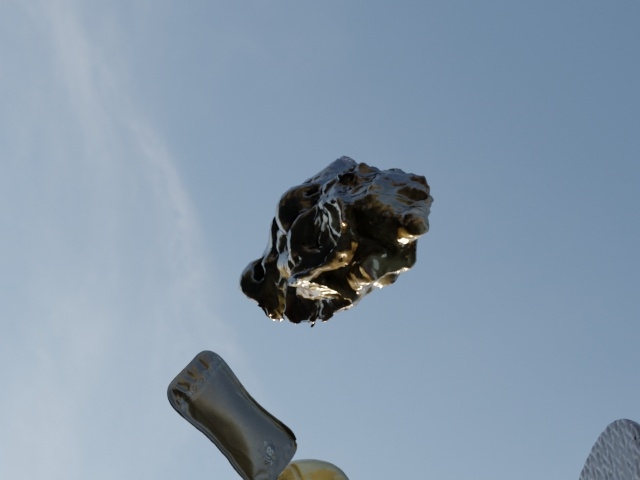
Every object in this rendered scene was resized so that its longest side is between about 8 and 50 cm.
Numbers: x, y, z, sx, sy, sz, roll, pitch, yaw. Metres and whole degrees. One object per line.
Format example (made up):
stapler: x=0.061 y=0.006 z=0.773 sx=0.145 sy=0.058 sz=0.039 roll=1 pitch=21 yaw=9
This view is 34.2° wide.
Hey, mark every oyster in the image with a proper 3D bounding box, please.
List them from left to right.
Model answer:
oyster: x=0.004 y=0.004 z=1.179 sx=0.361 sy=0.096 sz=0.221 roll=23 pitch=-88 yaw=67

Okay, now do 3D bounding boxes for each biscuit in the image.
biscuit: x=0.391 y=0.366 z=1.394 sx=0.037 sy=0.262 sz=0.262 roll=17 pitch=-69 yaw=-2

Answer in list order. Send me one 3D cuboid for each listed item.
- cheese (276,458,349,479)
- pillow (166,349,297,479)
cheese: x=-0.013 y=0.474 z=1.688 sx=0.226 sy=0.117 sz=0.214 roll=62 pitch=-35 yaw=32
pillow: x=-0.130 y=0.269 z=1.552 sx=0.217 sy=0.130 sz=0.033 roll=49 pitch=-47 yaw=-4
